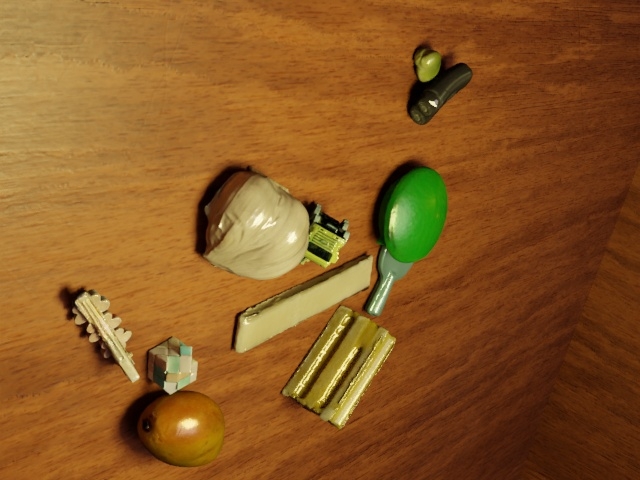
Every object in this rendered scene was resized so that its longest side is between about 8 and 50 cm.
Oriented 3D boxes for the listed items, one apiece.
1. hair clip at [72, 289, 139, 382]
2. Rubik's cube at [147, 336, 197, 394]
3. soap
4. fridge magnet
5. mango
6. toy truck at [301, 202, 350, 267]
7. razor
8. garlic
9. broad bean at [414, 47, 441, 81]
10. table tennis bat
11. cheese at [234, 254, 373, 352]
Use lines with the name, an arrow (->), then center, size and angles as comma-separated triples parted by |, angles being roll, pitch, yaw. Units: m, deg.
hair clip -> -0.328, 0.137, 1.523 | 0.062, 0.056, 0.213 | -34, 134, -13
Rubik's cube -> -0.242, 0.210, 1.682 | 0.084, 0.073, 0.075 | -39, 143, -30
soap -> 0.041, 0.264, 2.089 | 0.233, 0.135, 0.076 | -55, 149, -13
fridge magnet -> 0.194, -0.055, 2.090 | 0.208, 0.088, 0.208 | -24, 122, -44
mango -> -0.230, 0.337, 1.756 | 0.138, 0.113, 0.253 | -38, 151, -3
toy truck -> 0.000, 0.000, 1.820 | 0.100, 0.077, 0.169 | -60, -174, 11
razor -> 0.241, -0.298, 1.995 | 0.148, 0.054, 0.090 | -44, 180, -28
garlic -> -0.091, -0.010, 1.671 | 0.178, 0.143, 0.229 | -59, 158, -8
broad bean -> 0.210, -0.344, 1.946 | 0.063, 0.045, 0.083 | -53, 156, -11
table tennis bat -> 0.160, 0.057, 2.200 | 0.149, 0.038, 0.237 | 25, 89, -59
cheese -> -0.024, 0.116, 1.975 | 0.400, 0.034, 0.085 | -25, 129, -46
